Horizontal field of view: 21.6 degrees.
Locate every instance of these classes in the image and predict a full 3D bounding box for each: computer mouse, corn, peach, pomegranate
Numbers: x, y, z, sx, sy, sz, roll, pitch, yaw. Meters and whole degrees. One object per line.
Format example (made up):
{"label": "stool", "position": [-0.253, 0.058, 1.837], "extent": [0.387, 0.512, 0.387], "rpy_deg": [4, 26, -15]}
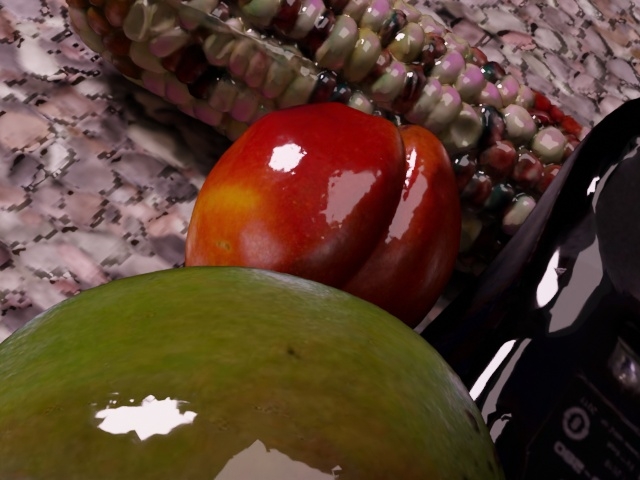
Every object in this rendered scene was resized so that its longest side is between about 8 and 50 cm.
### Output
{"label": "computer mouse", "position": [0.104, 0.048, 0.598], "extent": [0.137, 0.096, 0.233], "rpy_deg": [46, 67, -6]}
{"label": "corn", "position": [0.023, -0.059, 0.682], "extent": [0.281, 0.092, 0.092], "rpy_deg": [31, 40, -5]}
{"label": "peach", "position": [0.001, 0.002, 0.602], "extent": [0.101, 0.100, 0.100], "rpy_deg": [18, 42, -17]}
{"label": "pomegranate", "position": [-0.053, 0.091, 0.435], "extent": [0.210, 0.180, 0.180], "rpy_deg": [1, 41, 8]}
